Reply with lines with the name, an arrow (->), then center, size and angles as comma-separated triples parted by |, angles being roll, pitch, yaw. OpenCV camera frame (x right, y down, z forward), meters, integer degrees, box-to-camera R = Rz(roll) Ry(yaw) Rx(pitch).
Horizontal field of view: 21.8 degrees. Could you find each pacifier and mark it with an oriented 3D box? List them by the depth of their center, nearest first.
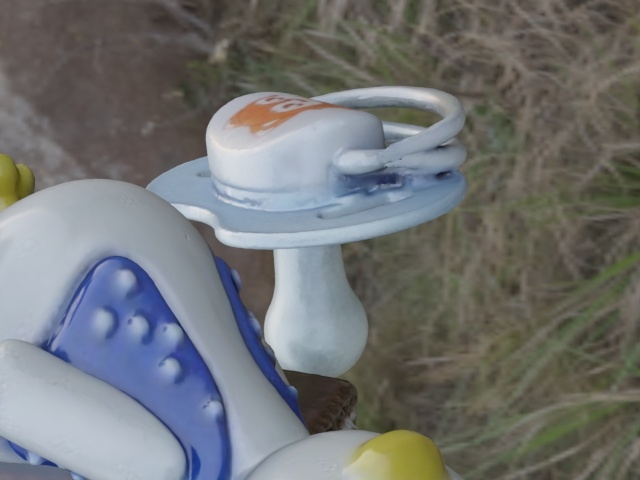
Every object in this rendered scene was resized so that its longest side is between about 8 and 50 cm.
pacifier -> 0.000, 0.000, 1.350 | 0.299, 0.244, 0.233 | 23, 120, 57

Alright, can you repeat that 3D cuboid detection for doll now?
doll -> -0.027, 0.069, 0.491 | 0.293, 0.138, 0.119 | 44, 107, 25

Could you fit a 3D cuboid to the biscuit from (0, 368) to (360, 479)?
biscuit -> -0.180, 0.075, 0.663 | 0.388, 0.107, 0.073 | 6, 100, 10
